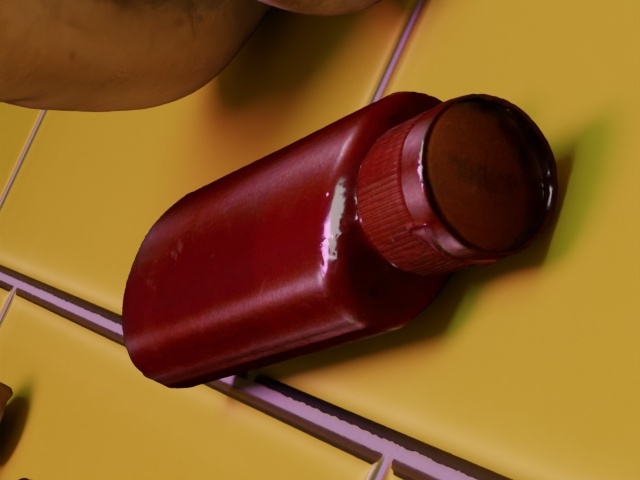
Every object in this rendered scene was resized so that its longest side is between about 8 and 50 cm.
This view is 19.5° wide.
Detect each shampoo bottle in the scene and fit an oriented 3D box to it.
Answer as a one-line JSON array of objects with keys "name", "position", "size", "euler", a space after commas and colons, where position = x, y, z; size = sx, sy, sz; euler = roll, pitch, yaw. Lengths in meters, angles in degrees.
[{"name": "shampoo bottle", "position": [0.000, 0.000, 0.767], "size": [0.260, 0.064, 0.102], "euler": [-20, 44, 60]}]

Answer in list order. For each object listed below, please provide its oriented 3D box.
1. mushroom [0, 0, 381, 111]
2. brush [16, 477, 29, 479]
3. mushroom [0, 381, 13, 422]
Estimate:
[{"name": "mushroom", "position": [-0.131, -0.199, 0.960], "size": [0.325, 0.353, 0.353], "euler": [-31, 27, 5]}, {"name": "brush", "position": [-0.193, 0.217, 0.971], "size": [0.068, 0.060, 0.297], "euler": [-52, 24, 22]}, {"name": "mushroom", "position": [-0.308, 0.193, 1.143], "size": [0.285, 0.151, 0.156], "euler": [-66, 20, -7]}]
